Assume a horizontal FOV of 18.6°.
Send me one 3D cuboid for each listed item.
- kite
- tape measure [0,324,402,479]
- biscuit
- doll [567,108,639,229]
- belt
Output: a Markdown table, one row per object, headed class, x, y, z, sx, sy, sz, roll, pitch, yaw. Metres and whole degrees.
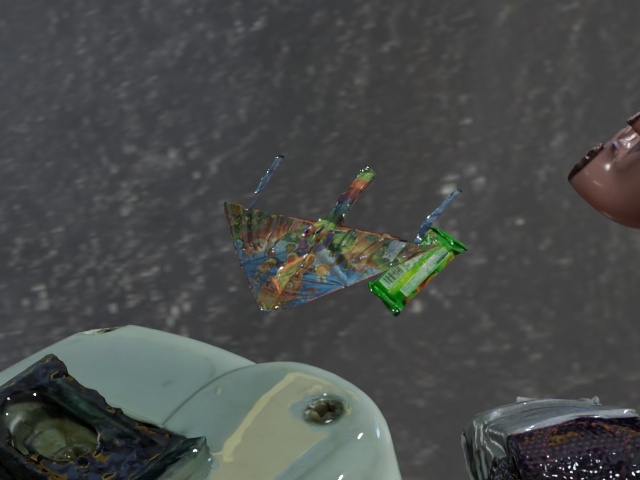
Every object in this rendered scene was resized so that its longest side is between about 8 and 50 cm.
| class | x | y | z | sx | sy | sz | roll | pitch | yaw |
| --- | --- | --- | --- | --- | --- | --- | --- | --- | --- |
| kite | 0.000 | 0.000 | 1.401 | 0.160 | 0.183 | 0.010 | -55 | 143 | -35 |
| tape measure | -0.097 | 0.139 | 0.835 | 0.243 | 0.246 | 0.125 | -38 | 131 | -37 |
| biscuit | 0.085 | 0.025 | 1.731 | 0.089 | 0.046 | 0.016 | -44 | 143 | -3 |
| doll | 0.389 | -0.034 | 1.739 | 0.268 | 0.216 | 0.284 | 49 | 49 | 4 |
| belt | 0.193 | 0.228 | 1.632 | 0.164 | 0.289 | 0.184 | -13 | 93 | -6 |
